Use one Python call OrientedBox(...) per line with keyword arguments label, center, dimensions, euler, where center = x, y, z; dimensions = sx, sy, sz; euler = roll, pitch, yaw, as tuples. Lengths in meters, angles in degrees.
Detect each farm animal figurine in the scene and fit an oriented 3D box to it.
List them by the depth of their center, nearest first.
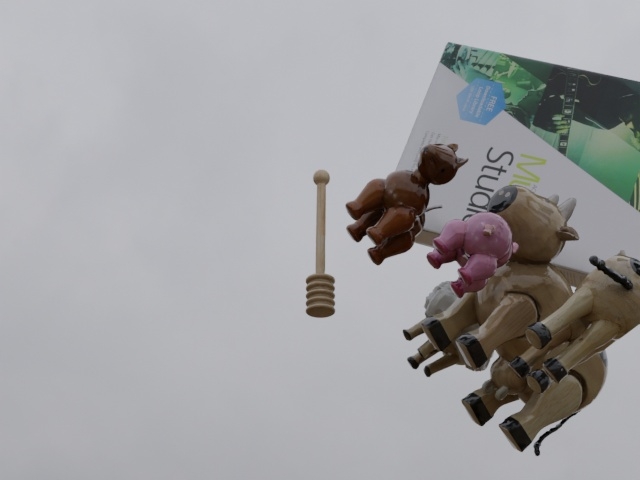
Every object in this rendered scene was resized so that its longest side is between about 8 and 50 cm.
OrientedBox(label="farm animal figurine", center=(0.191, 0.049, 1.077), dimensions=(0.330, 0.172, 0.326), euler=(40, -20, 48))

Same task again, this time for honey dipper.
OrientedBox(label="honey dipper", center=(0.000, 0.000, 1.214), dimensions=(0.030, 0.160, 0.030), euler=(0, -28, 0))

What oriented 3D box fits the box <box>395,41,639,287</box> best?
OrientedBox(label="box", center=(0.250, -0.077, 1.298), dimensions=(0.322, 0.232, 0.058), euler=(16, -17, 20))
